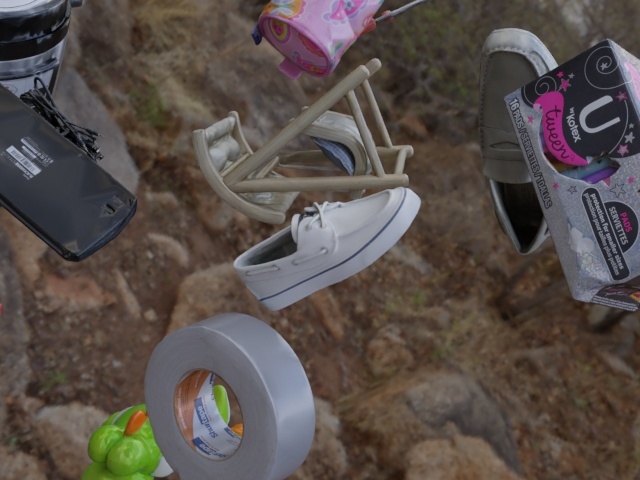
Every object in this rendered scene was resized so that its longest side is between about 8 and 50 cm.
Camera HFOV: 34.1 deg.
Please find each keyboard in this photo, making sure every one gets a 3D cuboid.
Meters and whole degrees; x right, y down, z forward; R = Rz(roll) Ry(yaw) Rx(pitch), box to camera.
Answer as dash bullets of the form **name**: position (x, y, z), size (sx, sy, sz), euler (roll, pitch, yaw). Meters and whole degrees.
- **keyboard**: position (-0.218, -0.060, 0.813), size (0.192, 0.100, 0.038), euler (40, -27, 17)

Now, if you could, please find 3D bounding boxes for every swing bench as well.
- **swing bench**: position (-0.018, -0.130, 1.449), size (0.253, 0.254, 0.165), euler (-63, 133, -75)

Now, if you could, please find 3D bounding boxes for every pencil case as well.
- **pencil case**: position (0.036, -0.342, 1.365), size (0.124, 0.124, 0.284), euler (47, 69, -35)

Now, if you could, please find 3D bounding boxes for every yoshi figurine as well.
- **yoshi figurine**: position (-0.249, 0.338, 1.595), size (0.362, 0.203, 0.203), euler (10, 70, -66)

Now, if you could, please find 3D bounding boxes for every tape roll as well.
- **tape roll**: position (-0.113, 0.201, 1.265), size (0.072, 0.219, 0.219), euler (-16, 78, -52)

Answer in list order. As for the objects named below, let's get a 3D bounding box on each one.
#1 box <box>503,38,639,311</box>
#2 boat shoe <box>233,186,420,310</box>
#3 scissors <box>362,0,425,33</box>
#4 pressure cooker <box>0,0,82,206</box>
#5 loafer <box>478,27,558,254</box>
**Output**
- **box**: position (0.329, -0.066, 1.138), size (0.163, 0.142, 0.247), euler (13, 56, -50)
- **boat shoe**: position (0.000, 0.000, 1.245), size (0.084, 0.258, 0.095), euler (44, 31, -22)
- **scissors**: position (0.085, -0.338, 1.610), size (0.021, 0.297, 0.109), euler (64, -5, -4)
- **pressure cooker**: position (-0.551, -0.285, 1.466), size (0.375, 0.420, 0.370), euler (17, 31, -10)
- **loafer**: position (0.256, -0.117, 1.320), size (0.111, 0.112, 0.319), euler (-61, 143, -38)
